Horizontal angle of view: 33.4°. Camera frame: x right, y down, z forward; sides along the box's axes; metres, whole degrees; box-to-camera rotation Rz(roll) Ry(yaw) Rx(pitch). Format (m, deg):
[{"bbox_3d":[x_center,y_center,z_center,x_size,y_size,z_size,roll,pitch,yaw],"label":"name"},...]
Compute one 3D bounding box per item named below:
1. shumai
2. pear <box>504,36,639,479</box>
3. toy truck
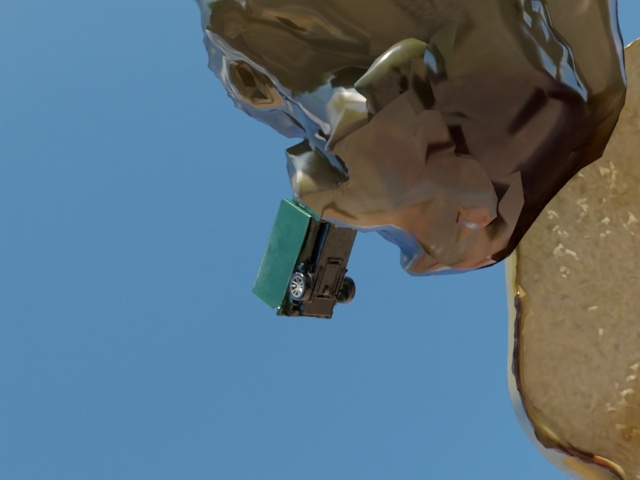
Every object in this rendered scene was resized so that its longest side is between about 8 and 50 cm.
[{"bbox_3d":[0.049,-0.157,0.456,0.346,0.283,0.217,4,-43,-15],"label":"shumai"},{"bbox_3d":[0.297,0.020,0.793,0.340,0.191,0.386,40,-93,4],"label":"pear"},{"bbox_3d":[0.000,0.000,0.981,0.065,0.079,0.147,6,-70,-37],"label":"toy truck"}]
